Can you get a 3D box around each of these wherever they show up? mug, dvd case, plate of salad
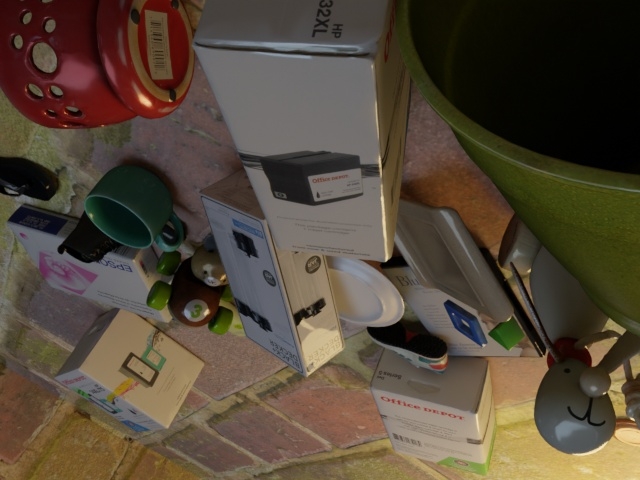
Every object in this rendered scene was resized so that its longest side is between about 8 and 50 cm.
[{"bbox_3d":[-0.312,-0.056,1.087,0.130,0.097,0.157,1,139,32],"label":"mug"},{"bbox_3d":[0.229,0.108,1.012,0.180,0.022,0.253,-7,133,40],"label":"dvd case"},{"bbox_3d":[0.043,0.071,1.017,0.200,0.048,0.199,19,147,14],"label":"plate of salad"}]

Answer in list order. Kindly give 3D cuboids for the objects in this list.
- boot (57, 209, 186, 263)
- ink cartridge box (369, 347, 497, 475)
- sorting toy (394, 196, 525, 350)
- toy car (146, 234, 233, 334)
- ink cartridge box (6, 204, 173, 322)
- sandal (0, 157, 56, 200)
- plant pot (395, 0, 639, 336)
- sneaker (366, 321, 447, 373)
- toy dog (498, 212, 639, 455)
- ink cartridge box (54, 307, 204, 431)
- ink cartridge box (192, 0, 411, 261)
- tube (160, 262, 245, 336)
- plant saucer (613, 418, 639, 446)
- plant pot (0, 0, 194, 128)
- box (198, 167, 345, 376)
[{"bbox_3d":[-0.361,0.002,1.161,0.198,0.137,0.077,16,144,14],"label":"boot"},{"bbox_3d":[0.224,0.323,1.217,0.198,0.114,0.272,8,142,25],"label":"ink cartridge box"},{"bbox_3d":[0.163,0.008,0.847,0.347,0.047,0.196,55,167,-20],"label":"sorting toy"},{"bbox_3d":[-0.195,0.061,1.141,0.155,0.149,0.188,27,135,-24],"label":"toy car"},{"bbox_3d":[-0.485,0.082,1.412,0.324,0.071,0.330,13,142,18],"label":"ink cartridge box"},{"bbox_3d":[-0.628,-0.121,1.248,0.255,0.054,0.097,14,144,18],"label":"sandal"},{"bbox_3d":[0.286,-0.089,0.468,0.367,0.366,0.353,3,151,30],"label":"plant pot"},{"bbox_3d":[0.152,0.191,1.120,0.161,0.057,0.075,17,141,35],"label":"sneaker"},{"bbox_3d":[0.293,0.052,0.683,0.220,0.333,0.161,4,129,-10],"label":"toy dog"},{"bbox_3d":[-0.489,0.333,1.629,0.270,0.197,0.198,41,143,-20],"label":"ink cartridge box"},{"bbox_3d":[0.011,-0.148,0.572,0.129,0.223,0.307,6,155,10],"label":"ink cartridge box"},{"bbox_3d":[-0.225,0.136,1.322,0.240,0.062,0.070,43,-177,-31],"label":"tube"},{"bbox_3d":[0.550,0.341,1.115,0.084,0.013,0.083,18,146,13],"label":"plant saucer"},{"bbox_3d":[-0.254,-0.228,0.750,0.174,0.191,0.191,3,140,18],"label":"plant pot"},{"bbox_3d":[-0.069,0.050,0.971,0.169,0.087,0.290,24,137,43],"label":"box"}]
